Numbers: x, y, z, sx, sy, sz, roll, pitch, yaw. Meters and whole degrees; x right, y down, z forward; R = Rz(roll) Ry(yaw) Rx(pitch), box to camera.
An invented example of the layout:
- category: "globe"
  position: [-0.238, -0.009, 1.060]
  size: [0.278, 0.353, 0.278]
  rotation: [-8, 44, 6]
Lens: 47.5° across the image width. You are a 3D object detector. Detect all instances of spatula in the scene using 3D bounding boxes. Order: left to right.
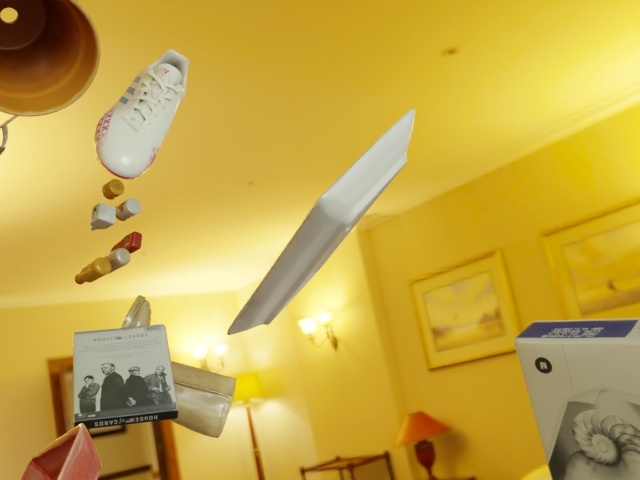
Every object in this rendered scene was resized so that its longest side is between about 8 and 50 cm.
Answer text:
- category: "spatula"
  position: [-0.725, -0.227, 1.654]
  size: [0.296, 0.030, 0.084]
  rotation: [-36, 15, 42]

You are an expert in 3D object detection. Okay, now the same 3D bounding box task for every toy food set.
- category: "toy food set"
  position: [-0.470, -0.011, 1.610]
  size: [0.105, 0.232, 0.111]
  rotation: [-24, -32, 38]

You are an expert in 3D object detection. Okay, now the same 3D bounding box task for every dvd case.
- category: "dvd case"
  position: [-0.369, 0.248, 1.363]
  size: [0.179, 0.238, 0.029]
  rotation: [-3, -57, -17]

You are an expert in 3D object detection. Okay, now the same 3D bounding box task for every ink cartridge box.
- category: "ink cartridge box"
  position: [0.270, 0.163, 0.524]
  size: [0.223, 0.223, 0.045]
  rotation: [-10, 14, 45]

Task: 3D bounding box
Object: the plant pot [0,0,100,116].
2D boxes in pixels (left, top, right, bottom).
- category: "plant pot"
  position: [-0.468, -0.325, 1.127]
  size: [0.205, 0.188, 0.205]
  rotation: [-19, -47, -22]

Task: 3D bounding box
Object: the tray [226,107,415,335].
- category: "tray"
  position: [0.000, 0.000, 0.671]
  size: [0.145, 0.030, 0.270]
  rotation: [-47, -3, -36]

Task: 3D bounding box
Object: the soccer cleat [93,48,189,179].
- category: "soccer cleat"
  position: [-0.320, -0.245, 1.330]
  size: [0.116, 0.331, 0.143]
  rotation: [29, -55, -18]

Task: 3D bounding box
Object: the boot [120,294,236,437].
- category: "boot"
  position: [-0.308, 0.267, 1.548]
  size: [0.270, 0.236, 0.089]
  rotation: [20, -17, -11]

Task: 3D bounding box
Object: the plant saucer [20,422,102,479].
- category: "plant saucer"
  position: [-0.328, 0.350, 0.801]
  size: [0.048, 0.258, 0.259]
  rotation: [30, -36, -20]
